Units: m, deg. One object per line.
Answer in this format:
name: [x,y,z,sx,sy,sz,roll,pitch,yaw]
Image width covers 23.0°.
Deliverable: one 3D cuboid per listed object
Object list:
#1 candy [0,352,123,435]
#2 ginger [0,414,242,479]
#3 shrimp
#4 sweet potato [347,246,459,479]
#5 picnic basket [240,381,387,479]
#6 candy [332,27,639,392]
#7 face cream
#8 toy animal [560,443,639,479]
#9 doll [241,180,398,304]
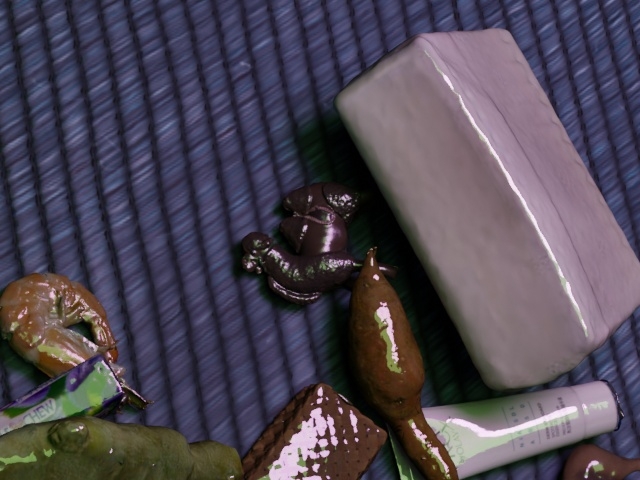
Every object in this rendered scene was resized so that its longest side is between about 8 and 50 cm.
candy: [-0.318,0.203,1.406,0.312,0.088,0.061,-31,86,-16]
ginger: [-0.185,0.215,1.400,0.290,0.137,0.089,27,48,-58]
shrimp: [-0.233,0.102,1.519,0.180,0.041,0.099,41,51,-2]
sweet potato: [0.072,0.142,1.572,0.075,0.075,0.269,-18,86,-23]
picnic basket: [-0.018,0.231,1.540,0.110,0.055,0.193,40,64,-4]
candy: [0.178,-0.038,1.600,0.208,0.145,0.358,-21,81,-59]
face cream: [0.190,0.194,1.624,0.244,0.058,0.092,-12,75,-15]
toy animal: [0.252,0.304,1.599,0.186,0.094,0.214,24,60,-15]
doll: [0.000,0.000,1.616,0.165,0.057,0.139,6,75,-12]
